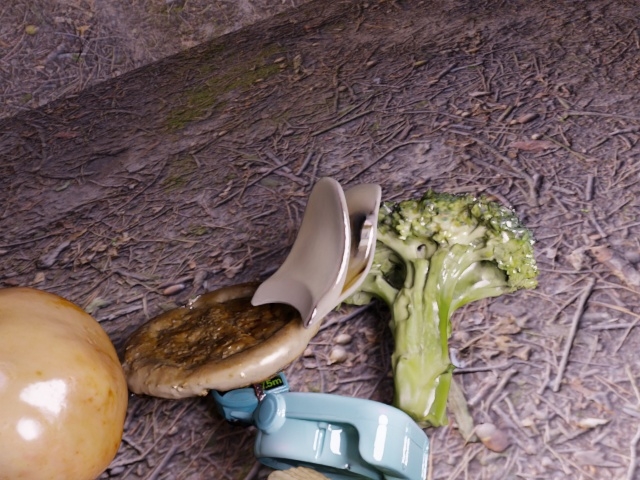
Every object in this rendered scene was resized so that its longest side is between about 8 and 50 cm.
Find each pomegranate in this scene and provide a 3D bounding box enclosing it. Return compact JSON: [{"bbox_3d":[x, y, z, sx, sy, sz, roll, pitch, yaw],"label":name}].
[{"bbox_3d":[-0.515,0.252,0.990,0.411,0.412,0.412,-9,41,8],"label":"pomegranate"}]

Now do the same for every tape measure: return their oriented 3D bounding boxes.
[{"bbox_3d":[-0.120,0.253,1.105,0.125,0.081,0.146,-20,34,-10],"label":"tape measure"}]

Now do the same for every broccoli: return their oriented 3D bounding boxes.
[{"bbox_3d":[0.215,0.090,1.083,0.353,0.274,0.397,-54,26,23],"label":"broccoli"}]

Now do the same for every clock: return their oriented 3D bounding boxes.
[{"bbox_3d":[0.009,0.290,0.930,0.274,0.223,0.094,-3,60,25],"label":"clock"}]

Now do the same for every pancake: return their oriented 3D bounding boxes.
[{"bbox_3d":[-0.184,0.165,1.163,0.382,0.071,0.382,-14,19,5],"label":"pancake"}]

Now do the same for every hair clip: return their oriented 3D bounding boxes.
[{"bbox_3d":[0.011,0.012,1.121,0.172,0.113,0.282,13,81,50],"label":"hair clip"}]

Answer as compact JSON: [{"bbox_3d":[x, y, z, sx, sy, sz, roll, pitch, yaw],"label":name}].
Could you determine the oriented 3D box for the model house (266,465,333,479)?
[{"bbox_3d":[0.020,0.381,0.800,0.193,0.234,0.175,20,52,32],"label":"model house"}]
